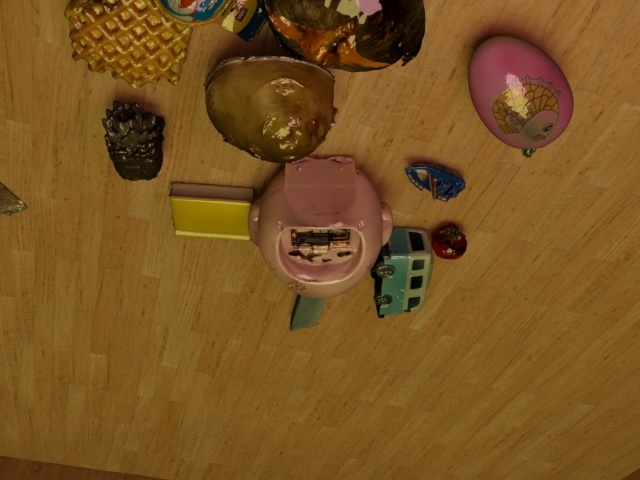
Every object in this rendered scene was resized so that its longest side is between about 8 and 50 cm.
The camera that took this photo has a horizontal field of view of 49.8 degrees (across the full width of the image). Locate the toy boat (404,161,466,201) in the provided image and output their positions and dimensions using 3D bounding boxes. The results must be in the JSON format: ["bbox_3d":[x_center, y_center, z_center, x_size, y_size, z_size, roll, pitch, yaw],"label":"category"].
[{"bbox_3d":[0.285,-0.139,1.724,0.175,0.110,0.091,23,134,-19],"label":"toy boat"}]

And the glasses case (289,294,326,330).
[{"bbox_3d":[-0.035,0.177,2.137,0.105,0.056,0.266,-10,143,-24],"label":"glasses case"}]

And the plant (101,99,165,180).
[{"bbox_3d":[-0.435,-0.238,1.624,0.132,0.129,0.194,2,141,-3],"label":"plant"}]

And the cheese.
[{"bbox_3d":[-0.219,-0.491,1.369,0.270,0.069,0.177,21,116,-39],"label":"cheese"}]

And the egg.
[{"bbox_3d":[0.418,-0.314,1.469,0.271,0.196,0.196,37,128,-17],"label":"egg"}]

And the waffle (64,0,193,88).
[{"bbox_3d":[-0.405,-0.441,1.454,0.291,0.051,0.291,-1,139,-1],"label":"waffle"}]

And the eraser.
[{"bbox_3d":[-0.286,-0.072,1.846,0.226,0.069,0.158,4,136,-2],"label":"eraser"}]

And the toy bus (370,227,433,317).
[{"bbox_3d":[0.231,0.093,1.968,0.164,0.133,0.271,-2,136,-2],"label":"toy bus"}]

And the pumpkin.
[{"bbox_3d":[0.040,-0.438,1.277,0.320,0.192,0.320,18,174,2],"label":"pumpkin"}]

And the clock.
[{"bbox_3d":[0.000,0.000,1.780,0.368,0.250,0.377,0,138,0],"label":"clock"}]

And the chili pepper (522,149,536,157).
[{"bbox_3d":[0.525,-0.232,1.674,0.034,0.030,0.091,3,147,-41],"label":"chili pepper"}]

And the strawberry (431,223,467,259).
[{"bbox_3d":[0.352,0.010,1.904,0.106,0.106,0.106,1,138,1],"label":"strawberry"}]

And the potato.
[{"bbox_3d":[-0.122,-0.260,1.480,0.299,0.196,0.246,-3,164,24],"label":"potato"}]

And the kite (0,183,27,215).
[{"bbox_3d":[-0.878,-0.144,1.827,0.127,0.016,0.229,-7,140,5],"label":"kite"}]
